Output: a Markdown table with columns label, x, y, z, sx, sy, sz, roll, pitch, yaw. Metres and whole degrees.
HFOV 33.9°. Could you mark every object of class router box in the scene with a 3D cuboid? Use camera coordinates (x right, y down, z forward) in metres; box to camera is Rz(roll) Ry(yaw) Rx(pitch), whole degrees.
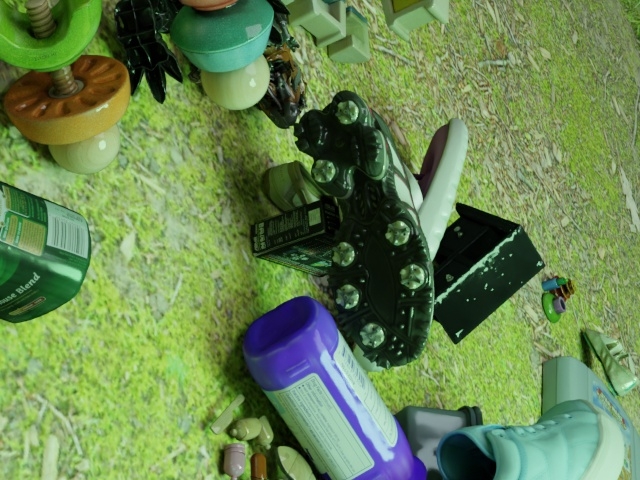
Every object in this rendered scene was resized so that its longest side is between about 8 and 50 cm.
| label | x | y | z | sx | sy | sz | roll | pitch | yaw |
| --- | --- | --- | --- | --- | --- | --- | --- | --- | --- |
| router box | 0.000 | 0.000 | 1.105 | 0.122 | 0.092 | 0.038 | 21 | 56 | -52 |

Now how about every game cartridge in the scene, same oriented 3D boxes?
| label | x | y | z | sx | sy | sz | roll | pitch | yaw |
| --- | --- | --- | --- | --- | --- | --- | --- | --- | --- |
| game cartridge | 0.434 | 0.320 | 1.642 | 0.297 | 0.062 | 0.198 | 47 | 42 | -33 |

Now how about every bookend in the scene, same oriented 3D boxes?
| label | x | y | z | sx | sy | sz | roll | pitch | yaw |
| --- | --- | --- | --- | --- | --- | --- | --- | --- | --- |
| bookend | 0.179 | 0.038 | 1.364 | 0.072 | 0.156 | 0.157 | 54 | -10 | -24 |

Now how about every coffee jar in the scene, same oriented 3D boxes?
| label | x | y | z | sx | sy | sz | roll | pitch | yaw |
| --- | --- | --- | --- | --- | --- | --- | --- | --- | --- |
| coffee jar | -0.253 | -0.009 | 0.710 | 0.184 | 0.096 | 0.079 | 30 | 46 | -46 |

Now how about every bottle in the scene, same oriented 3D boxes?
| label | x | y | z | sx | sy | sz | roll | pitch | yaw |
| --- | --- | --- | --- | --- | --- | --- | --- | --- | --- |
| bottle | 0.030 | 0.191 | 1.026 | 0.282 | 0.092 | 0.118 | 58 | 2 | -19 |

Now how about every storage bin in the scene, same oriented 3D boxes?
| label | x | y | z | sx | sy | sz | roll | pitch | yaw |
| --- | --- | --- | --- | --- | --- | --- | --- | --- | --- |
| storage bin | 0.120 | 0.248 | 1.164 | 0.091 | 0.098 | 0.135 | 15 | 56 | -21 |

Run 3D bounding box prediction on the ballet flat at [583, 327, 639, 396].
| label | x | y | z | sx | sy | sz | roll | pitch | yaw |
| --- | --- | --- | --- | --- | --- | --- | --- | --- | --- |
| ballet flat | 0.487 | 0.195 | 1.743 | 0.057 | 0.052 | 0.168 | 47 | 17 | -30 |

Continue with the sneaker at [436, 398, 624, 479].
| label | x | y | z | sx | sy | sz | roll | pitch | yaw |
| --- | --- | --- | --- | --- | --- | --- | --- | --- | --- |
| sneaker | 0.201 | 0.227 | 1.065 | 0.150 | 0.135 | 0.366 | 50 | 29 | 2 |

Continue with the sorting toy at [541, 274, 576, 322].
| label | x | y | z | sx | sy | sz | roll | pitch | yaw |
| --- | --- | --- | --- | --- | --- | --- | --- | --- | --- |
| sorting toy | 0.394 | 0.088 | 1.721 | 0.061 | 0.042 | 0.102 | 58 | 33 | -19 |

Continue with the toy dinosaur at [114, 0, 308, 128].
| label | x | y | z | sx | sy | sz | roll | pitch | yaw |
| --- | --- | --- | --- | --- | --- | --- | --- | --- | --- |
| toy dinosaur | -0.120 | -0.243 | 1.052 | 0.322 | 0.164 | 0.218 | 38 | 25 | -15 |

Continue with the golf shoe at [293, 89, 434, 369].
| label | x | y | z | sx | sy | sz | roll | pitch | yaw |
| --- | --- | --- | --- | --- | --- | --- | --- | --- | --- |
| golf shoe | 0.064 | -0.012 | 1.027 | 0.120 | 0.105 | 0.272 | 9 | 66 | -63 |

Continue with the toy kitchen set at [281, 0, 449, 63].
| label | x | y | z | sx | sy | sz | roll | pitch | yaw |
| --- | --- | --- | --- | --- | --- | --- | --- | --- | --- |
| toy kitchen set | 0.036 | -0.333 | 1.281 | 0.207 | 0.166 | 0.122 | 29 | 50 | -48 |

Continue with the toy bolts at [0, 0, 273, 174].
| label | x | y | z | sx | sy | sz | roll | pitch | yaw |
| --- | --- | --- | --- | --- | --- | --- | --- | --- | --- |
| toy bolts | -0.153 | -0.174 | 0.890 | 0.218 | 0.229 | 0.158 | -106 | -177 | -49 |

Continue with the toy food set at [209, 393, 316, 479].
| label | x | y | z | sx | sy | sz | roll | pitch | yaw |
| --- | --- | --- | --- | --- | --- | --- | --- | --- | --- |
| toy food set | -0.054 | 0.204 | 0.958 | 0.122 | 0.019 | 0.078 | 52 | 37 | -5 |

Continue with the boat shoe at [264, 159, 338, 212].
| label | x | y | z | sx | sy | sz | roll | pitch | yaw |
| --- | --- | --- | --- | --- | --- | --- | --- | --- | --- |
| boat shoe | 0.001 | -0.039 | 1.170 | 0.153 | 0.048 | 0.056 | 41 | 41 | -38 |

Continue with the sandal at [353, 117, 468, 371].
| label | x | y | z | sx | sy | sz | roll | pitch | yaw |
| --- | --- | --- | --- | --- | --- | --- | --- | --- | --- |
| sandal | 0.093 | -0.027 | 1.249 | 0.102 | 0.169 | 0.416 | 22 | 41 | 1 |
